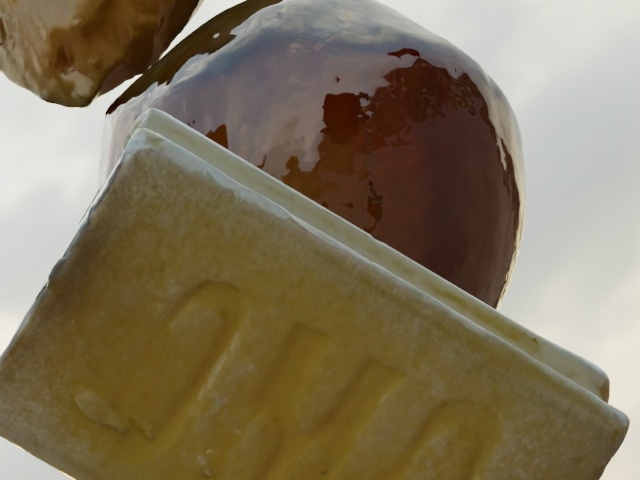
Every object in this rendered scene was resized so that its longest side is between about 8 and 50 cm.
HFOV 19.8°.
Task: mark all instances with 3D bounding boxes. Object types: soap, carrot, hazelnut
[{"bbox_3d":[-0.010,0.079,0.890,0.173,0.274,0.089,-59,8,10],"label":"soap"},{"bbox_3d":[-0.191,-0.287,1.593,0.241,0.241,0.340,-45,10,27],"label":"carrot"},{"bbox_3d":[-0.002,-0.009,1.350,0.366,0.365,0.366,-27,-23,-13],"label":"hazelnut"}]
